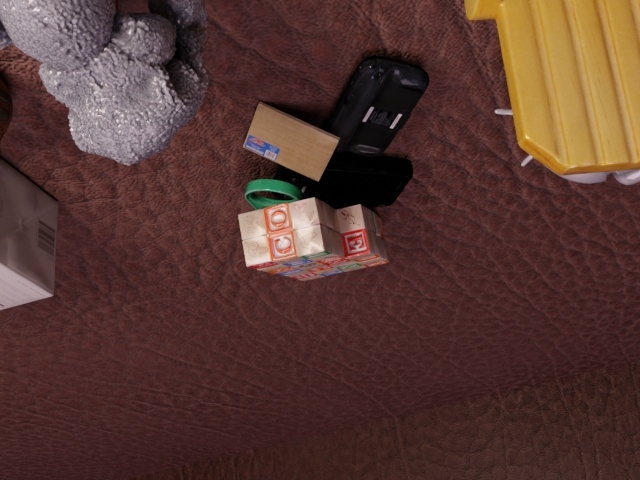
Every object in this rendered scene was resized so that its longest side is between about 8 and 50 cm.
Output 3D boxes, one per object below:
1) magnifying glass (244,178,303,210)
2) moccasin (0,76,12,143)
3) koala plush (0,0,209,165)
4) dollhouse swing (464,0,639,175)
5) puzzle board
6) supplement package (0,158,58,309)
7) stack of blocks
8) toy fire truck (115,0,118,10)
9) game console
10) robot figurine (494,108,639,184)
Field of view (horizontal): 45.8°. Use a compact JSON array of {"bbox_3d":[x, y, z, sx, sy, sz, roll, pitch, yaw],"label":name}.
[{"bbox_3d":[-0.086,-0.053,1.267,0.092,0.026,0.231,10,165,-8],"label":"magnifying glass"},{"bbox_3d":[-0.575,-0.109,0.976,0.380,0.147,0.139,-11,151,6],"label":"moccasin"},{"bbox_3d":[-0.227,-0.203,0.731,0.196,0.203,0.221,-19,152,11],"label":"koala plush"},{"bbox_3d":[0.344,-0.279,0.740,0.347,0.304,0.315,-5,151,-4],"label":"dollhouse swing"},{"bbox_3d":[-0.045,-0.147,1.128,0.128,0.011,0.096,25,140,-4],"label":"puzzle board"},{"bbox_3d":[-0.580,0.012,1.162,0.293,0.177,0.175,-14,151,13],"label":"supplement package"},{"bbox_3d":[0.000,0.000,1.284,0.171,0.087,0.297,-13,170,15],"label":"stack of blocks"},{"bbox_3d":[-0.281,-0.248,0.902,0.192,0.047,0.135,-4,151,-8],"label":"toy fire truck"},{"bbox_3d":[0.066,-0.150,1.173,0.213,0.044,0.361,3,151,-19],"label":"game console"},{"bbox_3d":[0.421,-0.198,1.010,0.354,0.199,0.300,-20,126,21],"label":"robot figurine"}]
